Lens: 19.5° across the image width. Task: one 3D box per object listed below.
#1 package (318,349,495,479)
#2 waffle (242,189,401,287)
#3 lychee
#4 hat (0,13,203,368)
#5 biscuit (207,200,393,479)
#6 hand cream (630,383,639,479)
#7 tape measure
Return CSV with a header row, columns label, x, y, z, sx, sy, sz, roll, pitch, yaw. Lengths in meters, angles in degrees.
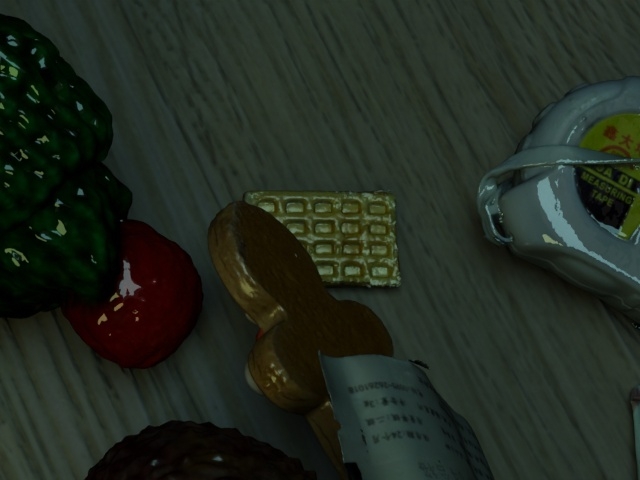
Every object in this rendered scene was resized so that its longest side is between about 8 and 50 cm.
label,x,y,z,sx,sy,sz,roll,pitch,yaw
package,0.101,0.197,1.406,0.062,0.251,0.204,-34,54,22
waffle,0.000,0.000,1.596,0.135,0.021,0.092,-2,71,-6
lychee,-0.078,0.262,1.379,0.261,0.260,0.260,2,71,-5
hat,-0.242,-0.008,1.483,0.332,0.274,0.242,45,73,-18
biscuit,0.009,0.109,1.488,0.049,0.205,0.324,-36,85,25
hand cream,0.313,0.280,1.513,0.124,0.078,0.340,6,62,-2
tape measure,0.263,-0.039,1.581,0.236,0.120,0.197,28,76,0
